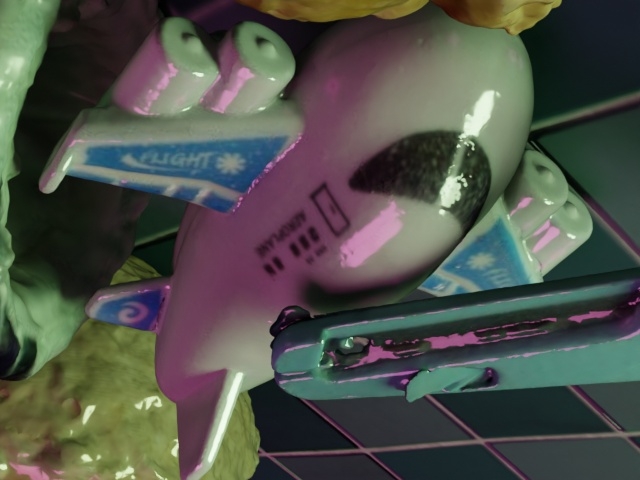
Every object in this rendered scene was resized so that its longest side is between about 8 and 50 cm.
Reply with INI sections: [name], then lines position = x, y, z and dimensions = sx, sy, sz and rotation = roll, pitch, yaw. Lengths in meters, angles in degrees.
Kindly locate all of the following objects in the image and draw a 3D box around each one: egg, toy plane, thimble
[egg]
position = -0.177, 0.124, 0.943
dimensions = 0.279, 0.279, 0.310
rotation = 46, 175, -30
[toy plane]
position = 0.000, -0.004, 0.658
dimensions = 0.267, 0.122, 0.267
rotation = -5, 136, -5
[thimble]
position = -0.171, -0.060, 0.682
dimensions = 0.150, 0.237, 0.237
rotation = 16, 150, 12

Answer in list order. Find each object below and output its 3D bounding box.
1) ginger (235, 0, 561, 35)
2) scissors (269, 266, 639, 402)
[ginger]
position = 0.025, -0.159, 0.436
dimensions = 0.219, 0.123, 0.270
rotation = 45, 147, -24
[scissors]
position = 0.166, 0.025, 0.559
dimensions = 0.393, 0.032, 0.180
rotation = -8, 133, 13
